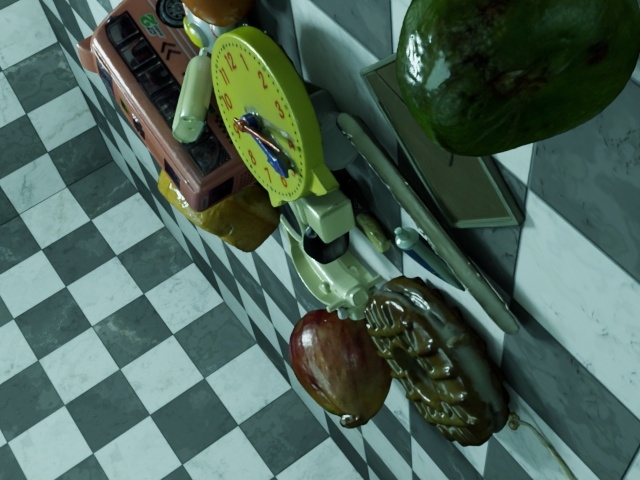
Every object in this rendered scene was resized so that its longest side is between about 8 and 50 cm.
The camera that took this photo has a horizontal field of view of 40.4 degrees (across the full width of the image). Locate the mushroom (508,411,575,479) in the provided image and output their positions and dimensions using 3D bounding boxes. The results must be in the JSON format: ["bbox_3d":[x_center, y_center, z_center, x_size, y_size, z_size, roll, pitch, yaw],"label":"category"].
[{"bbox_3d":[0.399,0.386,1.390,0.286,0.028,0.026,49,-162,6],"label":"mushroom"}]

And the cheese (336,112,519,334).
[{"bbox_3d":[0.154,-0.027,1.246,0.400,0.034,0.085,54,-166,13],"label":"cheese"}]

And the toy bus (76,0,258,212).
[{"bbox_3d":[-0.279,-0.281,1.732,0.427,0.233,0.203,54,165,7],"label":"toy bus"}]

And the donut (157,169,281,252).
[{"bbox_3d":[-0.228,-0.106,1.963,0.299,0.150,0.317,34,-176,-5],"label":"donut"}]

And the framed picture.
[{"bbox_3d":[0.150,-0.126,1.122,0.260,0.023,0.189,59,164,-8],"label":"framed picture"}]

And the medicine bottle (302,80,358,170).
[{"bbox_3d":[-0.017,-0.179,1.403,0.188,0.088,0.132,34,148,55],"label":"medicine bottle"}]

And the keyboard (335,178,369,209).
[{"bbox_3d":[0.032,-0.085,1.582,0.061,0.013,0.204,59,165,-14],"label":"keyboard"}]

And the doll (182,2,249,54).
[{"bbox_3d":[-0.156,-0.323,1.500,0.336,0.105,0.199,66,177,-33],"label":"doll"}]

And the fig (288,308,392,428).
[{"bbox_3d":[0.049,0.264,1.883,0.263,0.224,0.224,51,164,6],"label":"fig"}]

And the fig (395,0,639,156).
[{"bbox_3d":[0.147,-0.199,0.726,0.203,0.203,0.235,82,175,-58],"label":"fig"}]

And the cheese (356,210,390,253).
[{"bbox_3d":[0.093,-0.014,1.505,0.083,0.030,0.044,52,159,29],"label":"cheese"}]

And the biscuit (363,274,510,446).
[{"bbox_3d":[0.197,0.209,1.505,0.332,0.103,0.332,50,162,22],"label":"biscuit"}]

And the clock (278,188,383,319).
[{"bbox_3d":[0.000,0.000,1.622,0.276,0.120,0.379,50,166,40],"label":"clock"}]

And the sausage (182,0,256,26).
[{"bbox_3d":[-0.184,-0.446,1.310,0.133,0.133,0.258,32,151,57],"label":"sausage"}]

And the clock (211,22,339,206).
[{"bbox_3d":[-0.093,-0.183,1.343,0.293,0.071,0.277,65,157,-1],"label":"clock"}]

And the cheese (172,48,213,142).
[{"bbox_3d":[-0.220,-0.309,1.593,0.127,0.054,0.251,137,142,-63],"label":"cheese"}]

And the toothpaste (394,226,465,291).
[{"bbox_3d":[0.158,0.025,1.281,0.057,0.035,0.197,45,-175,41],"label":"toothpaste"}]
